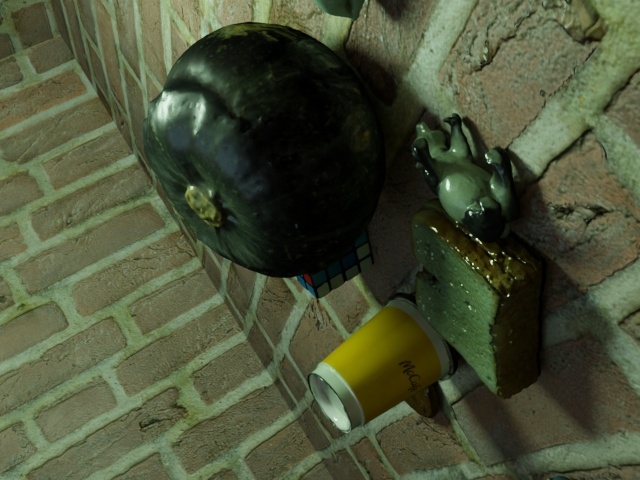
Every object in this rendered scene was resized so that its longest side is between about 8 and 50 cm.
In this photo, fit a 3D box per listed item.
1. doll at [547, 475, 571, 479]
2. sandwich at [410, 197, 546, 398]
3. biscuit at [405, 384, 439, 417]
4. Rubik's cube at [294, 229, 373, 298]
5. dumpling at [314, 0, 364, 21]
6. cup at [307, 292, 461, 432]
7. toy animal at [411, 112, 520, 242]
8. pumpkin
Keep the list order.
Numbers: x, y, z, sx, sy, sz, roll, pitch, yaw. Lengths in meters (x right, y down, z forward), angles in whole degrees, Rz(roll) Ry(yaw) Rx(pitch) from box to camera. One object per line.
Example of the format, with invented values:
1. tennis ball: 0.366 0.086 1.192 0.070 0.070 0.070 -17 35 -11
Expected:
1. doll: 0.420 0.444 1.320 0.083 0.050 0.076 85 168 -54
2. sandwich: 0.239 0.076 1.186 0.249 0.095 0.273 48 159 43
3. biscuit: 0.201 0.308 1.718 0.212 0.036 0.212 51 161 26
4. Rubik's cube: 0.000 0.000 1.604 0.155 0.154 0.151 42 155 46
5. dumpling: 0.021 -0.417 1.056 0.104 0.149 0.217 4 139 22
6. cup: 0.122 0.232 1.443 0.196 0.279 0.196 43 152 31
7. toy animal: 0.197 -0.092 1.067 0.225 0.093 0.121 47 166 32
8. pumpkin: -0.088 -0.153 1.314 0.454 0.344 0.455 30 144 25
